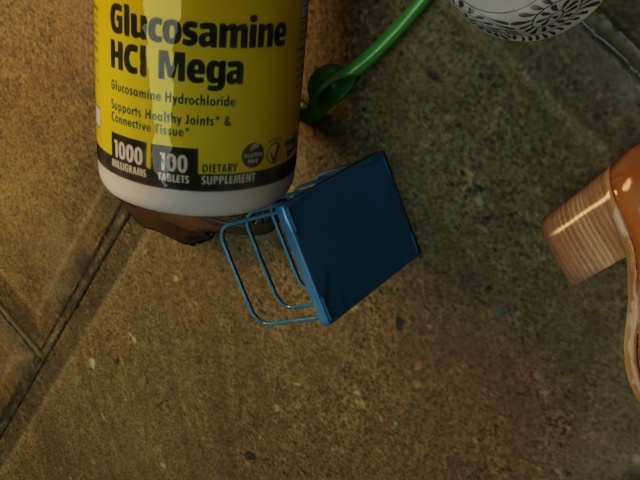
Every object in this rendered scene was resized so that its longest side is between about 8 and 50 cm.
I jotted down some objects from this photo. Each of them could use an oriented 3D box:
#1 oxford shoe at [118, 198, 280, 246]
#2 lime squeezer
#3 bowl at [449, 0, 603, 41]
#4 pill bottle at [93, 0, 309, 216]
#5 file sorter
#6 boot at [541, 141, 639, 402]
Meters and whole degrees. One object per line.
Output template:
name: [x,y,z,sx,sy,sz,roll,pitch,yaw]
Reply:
oxford shoe: [-0.139,-0.037,0.963,0.227,0.083,0.096,13,141,28]
lime squeezer: [-0.010,-0.173,0.822,0.310,0.058,0.110,-2,80,38]
bowl: [0.151,-0.240,0.647,0.170,0.080,0.170,16,119,30]
pill bottle: [-0.104,-0.205,0.703,0.187,0.188,0.334,19,118,28]
file sorter: [0.000,0.000,0.809,0.104,0.170,0.118,-13,103,41]
boot: [0.341,0.036,0.641,0.220,0.109,0.284,-35,82,37]
